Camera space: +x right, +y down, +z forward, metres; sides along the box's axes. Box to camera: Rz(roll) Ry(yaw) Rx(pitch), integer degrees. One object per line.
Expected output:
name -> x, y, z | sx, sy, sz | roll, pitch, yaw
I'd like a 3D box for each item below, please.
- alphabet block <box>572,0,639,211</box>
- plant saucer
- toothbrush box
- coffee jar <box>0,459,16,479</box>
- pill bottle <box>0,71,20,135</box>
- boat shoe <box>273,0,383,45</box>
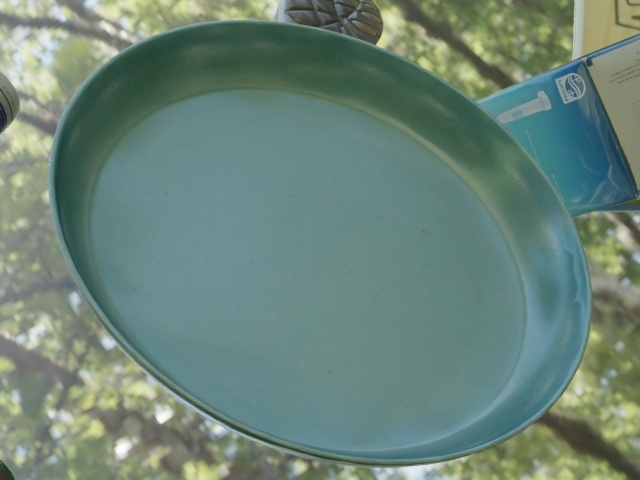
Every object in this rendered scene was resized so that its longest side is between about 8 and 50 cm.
alphabet block -> 0.385, -0.161, 1.836 | 0.193, 0.197, 0.192 | 1, -29, 10
plant saucer -> 0.000, 0.000, 0.907 | 0.317, 0.317, 0.043 | -7, -35, -30
toothbrush box -> 0.214, -0.090, 1.431 | 0.216, 0.295, 0.126 | -24, -86, -40
coffee jar -> -0.204, 0.108, 0.594 | 0.096, 0.184, 0.079 | 35, -124, -44
pill bottle -> -0.316, -0.096, 1.384 | 0.120, 0.067, 0.067 | -58, -28, -43
boat shoe -> -0.017, -0.181, 1.704 | 0.123, 0.324, 0.116 | 29, -55, -7
